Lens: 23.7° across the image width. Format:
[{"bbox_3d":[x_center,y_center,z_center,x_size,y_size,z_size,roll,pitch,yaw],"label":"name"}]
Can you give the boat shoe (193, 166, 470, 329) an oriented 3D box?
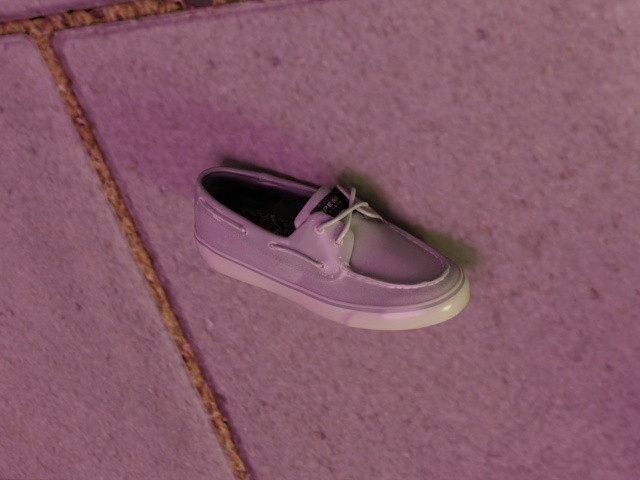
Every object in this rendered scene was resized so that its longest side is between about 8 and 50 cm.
[{"bbox_3d":[0.000,-0.001,1.106,0.227,0.079,0.081,16,135,27],"label":"boat shoe"}]
